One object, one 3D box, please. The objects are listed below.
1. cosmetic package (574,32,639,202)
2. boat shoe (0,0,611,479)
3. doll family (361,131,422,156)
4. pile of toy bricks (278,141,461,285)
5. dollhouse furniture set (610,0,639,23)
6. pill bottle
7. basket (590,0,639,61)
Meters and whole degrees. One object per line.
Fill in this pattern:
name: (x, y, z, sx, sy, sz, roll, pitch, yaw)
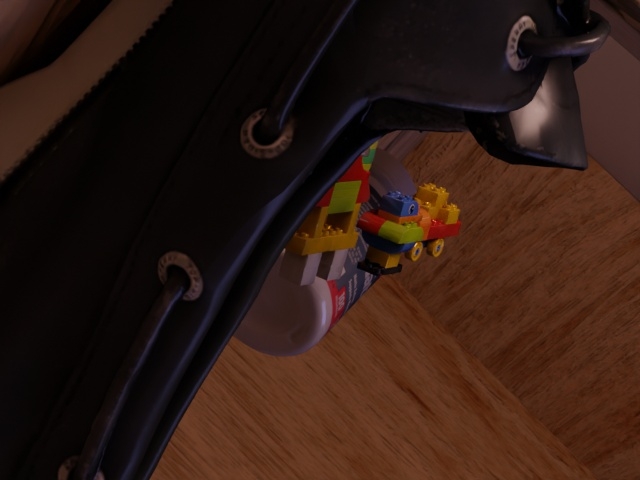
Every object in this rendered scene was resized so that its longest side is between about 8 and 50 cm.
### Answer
cosmetic package: (0.296, -0.112, 1.087, 0.217, 0.385, 0.156, -47, -179, -44)
boat shoe: (0.011, -0.043, 0.399, 0.340, 0.113, 0.127, -46, 177, 1)
doll family: (0.020, -0.075, 0.639, 0.111, 0.076, 0.193, -51, -179, 20)
pile of toy bricks: (0.014, -0.046, 0.990, 0.212, 0.118, 0.105, -8, 117, -61)
dollhouse furniture set: (0.132, -0.157, 0.573, 0.123, 0.144, 0.151, -50, 164, 2)
pill bottle: (0.000, 0.000, 1.246, 0.108, 0.108, 0.180, -47, 178, 43)
basket: (0.165, -0.153, 0.717, 0.113, 0.167, 0.103, -45, 172, -10)
